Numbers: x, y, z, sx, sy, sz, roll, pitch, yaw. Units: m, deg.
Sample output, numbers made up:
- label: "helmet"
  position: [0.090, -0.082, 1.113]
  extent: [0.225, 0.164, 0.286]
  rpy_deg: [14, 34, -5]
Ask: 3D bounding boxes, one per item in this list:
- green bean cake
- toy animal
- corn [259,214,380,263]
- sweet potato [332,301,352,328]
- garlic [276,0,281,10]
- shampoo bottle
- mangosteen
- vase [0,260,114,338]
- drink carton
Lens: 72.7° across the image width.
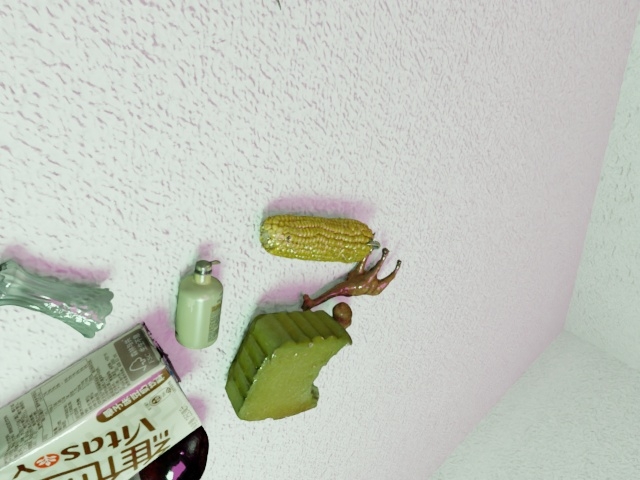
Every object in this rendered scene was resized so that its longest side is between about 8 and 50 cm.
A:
- label: "green bean cake"
  position: [-0.072, 0.266, 0.953]
  extent: [0.233, 0.124, 0.236]
  rpy_deg: [9, 116, -41]
- label: "toy animal"
  position: [0.077, 0.102, 1.054]
  extent: [0.229, 0.066, 0.224]
  rpy_deg: [-51, 139, 8]
- label: "corn"
  position: [0.000, 0.000, 0.896]
  extent: [0.293, 0.106, 0.106]
  rpy_deg: [1, 114, -41]
- label: "sweet potato"
  position: [0.051, 0.195, 1.060]
  extent: [0.050, 0.050, 0.214]
  rpy_deg: [-40, 160, -17]
- label: "garlic"
  position: [-0.071, -0.431, 0.577]
  extent: [0.128, 0.090, 0.198]
  rpy_deg: [-11, 118, -52]
- label: "shampoo bottle"
  position: [-0.216, 0.110, 0.779]
  extent: [0.079, 0.079, 0.162]
  rpy_deg: [-9, 120, -39]
- label: "mangosteen"
  position: [-0.300, 0.427, 0.869]
  extent: [0.152, 0.152, 0.152]
  rpy_deg: [-22, 128, -31]
- label: "vase"
  position: [-0.383, 0.082, 0.616]
  extent: [0.149, 0.081, 0.081]
  rpy_deg: [35, 89, -45]
- label: "drink carton"
  position: [-0.382, 0.317, 0.721]
  extent: [0.324, 0.132, 0.194]
  rpy_deg: [-32, 132, -22]
